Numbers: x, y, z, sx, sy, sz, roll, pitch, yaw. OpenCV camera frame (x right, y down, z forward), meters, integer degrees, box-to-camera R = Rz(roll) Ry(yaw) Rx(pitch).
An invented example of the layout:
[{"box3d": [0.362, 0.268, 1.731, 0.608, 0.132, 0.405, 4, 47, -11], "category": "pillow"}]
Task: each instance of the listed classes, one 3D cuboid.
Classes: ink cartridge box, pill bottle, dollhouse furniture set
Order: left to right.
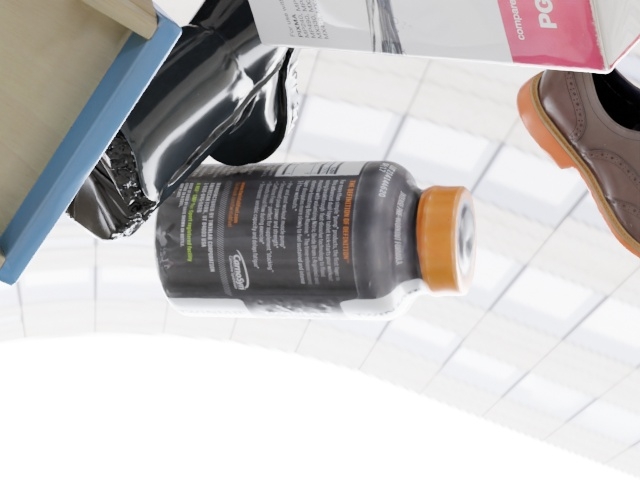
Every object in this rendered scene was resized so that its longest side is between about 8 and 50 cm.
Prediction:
[{"box3d": [-0.207, -0.173, 0.529, 0.286, 0.198, 0.303, 26, -77, -36], "category": "dollhouse furniture set"}, {"box3d": [0.000, 0.000, 1.033, 0.246, 0.130, 0.130, 0, -116, 19], "category": "pill bottle"}, {"box3d": [0.088, -0.183, 0.710, 0.237, 0.100, 0.172, 12, -137, 40], "category": "ink cartridge box"}]

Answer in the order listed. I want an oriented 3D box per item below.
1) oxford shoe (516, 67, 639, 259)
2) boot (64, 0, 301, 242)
[{"box3d": [0.301, -0.063, 1.160, 0.271, 0.098, 0.097, 42, -129, -7], "category": "oxford shoe"}, {"box3d": [-0.103, -0.077, 0.888, 0.094, 0.246, 0.207, 40, -117, 7], "category": "boot"}]
